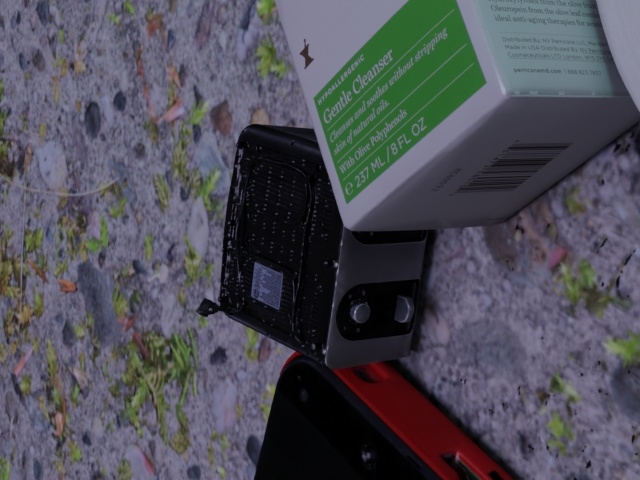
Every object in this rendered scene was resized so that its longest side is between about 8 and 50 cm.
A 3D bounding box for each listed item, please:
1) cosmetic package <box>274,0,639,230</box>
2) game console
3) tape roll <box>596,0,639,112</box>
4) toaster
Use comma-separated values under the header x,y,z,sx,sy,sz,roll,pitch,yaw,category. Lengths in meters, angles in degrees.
x,y,z,sx,sy,sz,roll,pitch,yaw,category
0.073,-0.210,1.029,0.197,0.155,0.365,-43,59,48,cosmetic package
0.058,0.297,1.152,0.386,0.060,0.341,41,128,45,game console
0.265,-0.207,0.758,0.392,0.072,0.391,176,90,-69,tape roll
0.000,0.000,1.165,0.186,0.110,0.168,21,107,51,toaster
